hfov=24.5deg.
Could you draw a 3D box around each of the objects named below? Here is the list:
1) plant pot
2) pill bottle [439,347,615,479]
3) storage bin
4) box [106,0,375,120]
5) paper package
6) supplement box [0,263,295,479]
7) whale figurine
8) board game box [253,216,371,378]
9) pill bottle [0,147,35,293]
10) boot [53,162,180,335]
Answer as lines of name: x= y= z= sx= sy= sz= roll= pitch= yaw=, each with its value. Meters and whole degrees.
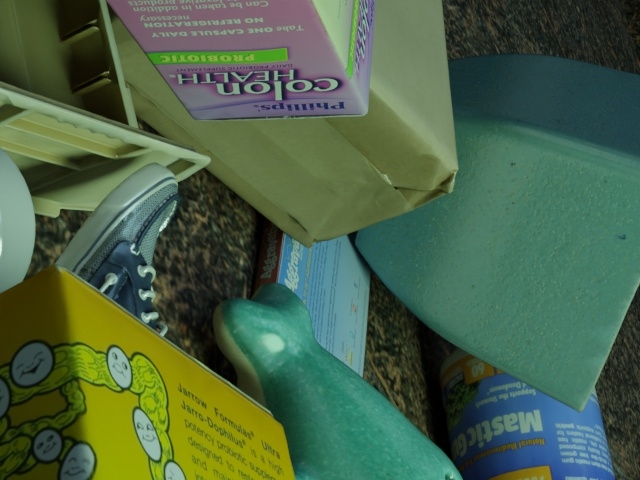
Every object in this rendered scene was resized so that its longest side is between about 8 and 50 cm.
plant pot: x=0.178 y=-0.041 z=1.361 sx=0.247 sy=0.252 sz=0.248 roll=-57 pitch=167 yaw=-62
pill bottle: x=0.205 y=0.234 z=1.409 sx=0.152 sy=0.152 sz=0.272 roll=38 pitch=37 yaw=-50
storage bin: x=-0.199 y=-0.165 z=0.904 sx=0.260 sy=0.123 sz=0.262 roll=16 pitch=56 yaw=-61
box: x=-0.045 y=-0.215 z=0.845 sx=0.243 sy=0.117 sz=0.214 roll=54 pitch=38 yaw=-66
paper package: x=-0.040 y=-0.213 z=1.203 sx=0.309 sy=0.168 sz=0.325 roll=39 pitch=38 yaw=-39
supplement box: x=-0.109 y=0.227 z=0.608 sx=0.195 sy=0.194 sz=0.357 roll=44 pitch=24 yaw=-50
whale figurine: x=0.018 y=0.154 z=1.082 sx=0.216 sy=0.141 sz=0.272 roll=-16 pitch=85 yaw=-66
board game box: x=0.000 y=0.000 z=1.319 sx=0.145 sy=0.027 sz=0.281 roll=54 pitch=27 yaw=-34
pill bottle: x=-0.236 y=0.001 z=0.670 sx=0.229 sy=0.131 sz=0.131 roll=-12 pitch=81 yaw=-66
boot: x=-0.119 y=0.041 z=0.871 sx=0.086 sy=0.069 sz=0.190 roll=31 pitch=60 yaw=8
